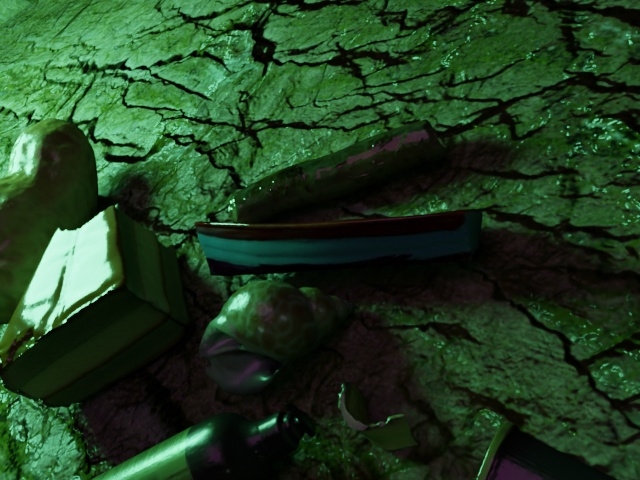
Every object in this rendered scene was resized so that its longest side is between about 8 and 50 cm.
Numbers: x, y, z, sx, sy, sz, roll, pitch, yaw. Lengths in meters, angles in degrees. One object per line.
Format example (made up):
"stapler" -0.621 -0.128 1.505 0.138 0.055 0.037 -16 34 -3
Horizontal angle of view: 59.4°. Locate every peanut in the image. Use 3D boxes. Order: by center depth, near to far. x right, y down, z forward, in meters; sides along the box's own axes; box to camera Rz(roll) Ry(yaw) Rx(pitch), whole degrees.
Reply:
"peanut" -0.496 -0.042 0.960 0.170 0.192 0.387 -12 54 33

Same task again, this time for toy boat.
"toy boat" 0.000 0.000 0.703 0.392 0.136 0.079 -4 89 27

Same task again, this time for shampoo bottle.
"shampoo bottle" -0.133 0.254 0.606 0.284 0.101 0.101 -30 49 9

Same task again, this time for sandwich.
"sandwich" -0.327 0.087 0.800 0.227 0.155 0.198 -33 47 7

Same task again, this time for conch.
"conch" -0.065 0.106 0.672 0.116 0.106 0.173 45 105 22

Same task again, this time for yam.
"yam" 0.014 -0.090 0.779 0.317 0.071 0.067 -19 88 18

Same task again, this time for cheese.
"cheese" 0.056 0.186 0.573 0.084 0.060 0.041 26 69 34

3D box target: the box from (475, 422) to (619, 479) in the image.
"box" 0.156 0.229 0.393 0.090 0.201 0.144 19 69 33
